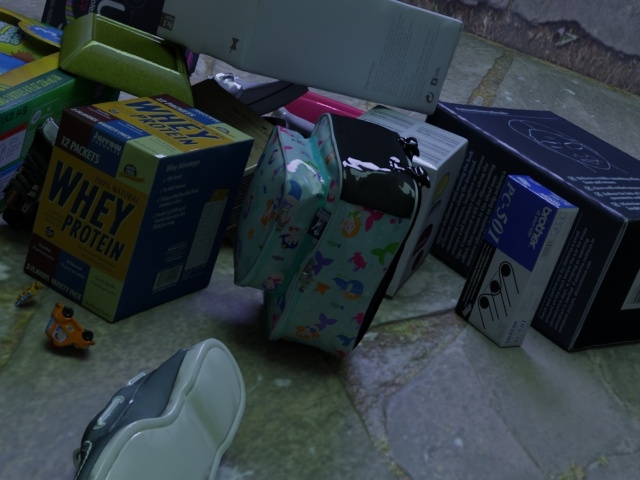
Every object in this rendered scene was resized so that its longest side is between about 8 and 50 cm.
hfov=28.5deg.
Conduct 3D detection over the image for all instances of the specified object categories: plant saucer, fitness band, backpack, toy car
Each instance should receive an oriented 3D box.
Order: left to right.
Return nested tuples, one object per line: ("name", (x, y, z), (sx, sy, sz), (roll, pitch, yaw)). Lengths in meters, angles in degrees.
("toy car", (-0.281, 0.086, 1.320), (0.040, 0.060, 0.122), (-42, 30, -17))
("plant saucer", (-0.255, -0.250, 1.712), (0.188, 0.045, 0.188), (19, 21, -18))
("backpack", (0.000, 0.000, 1.450), (0.191, 0.253, 0.225), (10, 25, -11))
("fitness band", (0.042, -0.207, 2.210), (0.291, 0.054, 0.209), (14, 12, -34))

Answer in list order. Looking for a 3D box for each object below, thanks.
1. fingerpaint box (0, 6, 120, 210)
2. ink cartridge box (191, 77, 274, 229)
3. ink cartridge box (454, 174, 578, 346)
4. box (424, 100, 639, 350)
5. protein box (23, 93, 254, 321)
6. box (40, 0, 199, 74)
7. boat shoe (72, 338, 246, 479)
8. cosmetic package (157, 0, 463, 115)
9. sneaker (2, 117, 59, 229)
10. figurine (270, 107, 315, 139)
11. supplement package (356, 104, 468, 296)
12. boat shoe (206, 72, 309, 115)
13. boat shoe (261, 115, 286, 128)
("fingerpaint box", (-0.508, -0.205, 1.644), (0.371, 0.163, 0.445), (21, 20, 6))
("ink cartridge box", (-0.165, -0.110, 1.711), (0.193, 0.088, 0.235), (-25, 42, -25))
("ink cartridge box", (0.255, 0.027, 1.656), (0.046, 0.207, 0.097), (0, 28, -41))
("box", (0.356, -0.032, 1.888), (0.294, 0.212, 0.395), (-1, 30, -42))
("protein box", (-0.206, -0.043, 1.447), (0.136, 0.201, 0.200), (27, 22, 21))
("box", (-0.348, -0.406, 2.281), (0.270, 0.165, 0.143), (19, 20, 1))
("boat shoe", (-0.157, 0.194, 1.094), (0.099, 0.116, 0.319), (-20, 17, 22))
("cosmetic package", (-0.012, -0.302, 1.800), (0.385, 0.156, 0.217), (8, 13, -45))
("sneaker", (-0.330, -0.065, 1.469), (0.077, 0.178, 0.072), (-31, 68, -33))
("figurine", (0.023, -0.121, 2.022), (0.210, 0.092, 0.215), (18, 18, -25))
("supplement package", (0.089, -0.060, 1.749), (0.149, 0.194, 0.203), (22, 22, 12))
("boat shoe", (-0.148, -0.212, 1.901), (0.258, 0.084, 0.095), (-20, 8, -5))
("boat shoe", (-0.111, -0.128, 1.885), (0.092, 0.102, 0.285), (21, 26, -9))
